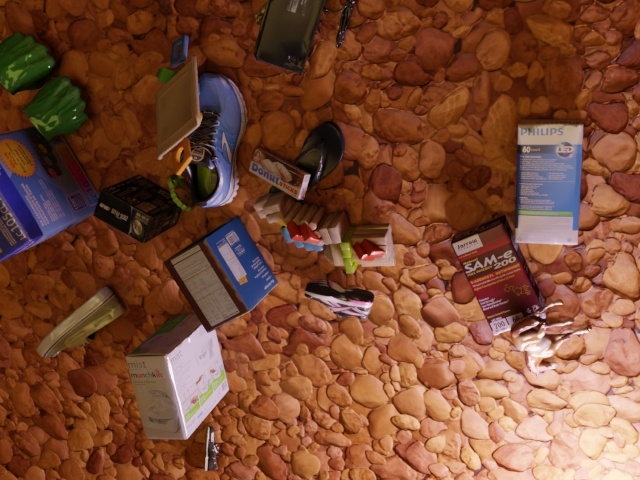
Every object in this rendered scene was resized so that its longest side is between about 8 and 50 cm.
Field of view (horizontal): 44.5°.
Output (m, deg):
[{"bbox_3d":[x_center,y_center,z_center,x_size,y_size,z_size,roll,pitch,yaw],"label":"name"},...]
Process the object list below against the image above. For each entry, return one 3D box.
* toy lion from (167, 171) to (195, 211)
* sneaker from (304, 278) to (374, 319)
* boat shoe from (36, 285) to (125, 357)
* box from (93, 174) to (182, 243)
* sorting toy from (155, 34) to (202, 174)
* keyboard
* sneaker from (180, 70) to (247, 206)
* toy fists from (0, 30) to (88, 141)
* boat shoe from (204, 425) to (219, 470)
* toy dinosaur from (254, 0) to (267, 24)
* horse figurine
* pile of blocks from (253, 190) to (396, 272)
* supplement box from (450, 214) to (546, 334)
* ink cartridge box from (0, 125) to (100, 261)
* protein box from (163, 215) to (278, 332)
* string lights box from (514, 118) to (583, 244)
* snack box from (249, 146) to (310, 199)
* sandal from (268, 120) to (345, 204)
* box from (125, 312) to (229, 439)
[{"bbox_3d":[-0.343,-0.119,1.937,0.034,0.096,0.100,-38,93,24],"label":"toy lion"},{"bbox_3d":[0.041,0.155,1.920,0.178,0.072,0.077,15,122,19],"label":"sneaker"},{"bbox_3d":[-0.664,0.246,2.156,0.302,0.109,0.094,-39,95,22],"label":"boat shoe"},{"bbox_3d":[-0.445,-0.081,1.936,0.147,0.180,0.078,28,112,6],"label":"box"},{"bbox_3d":[-0.319,-0.299,1.796,0.196,0.047,0.348,-32,56,44],"label":"sorting toy"},{"bbox_3d":[-0.014,-0.517,1.716,0.201,0.033,0.317,19,117,-4],"label":"keyboard"},{"bbox_3d":[-0.256,-0.230,1.845,0.129,0.147,0.330,7,107,16],"label":"sneaker"},{"bbox_3d":[-0.694,-0.386,1.948,0.142,0.096,0.279,-38,92,-2],"label":"toy fists"},{"bbox_3d":[-0.303,0.579,2.184,0.042,0.049,0.133,0,102,-11],"label":"boat shoe"},{"bbox_3d":[-0.084,-0.607,1.715,0.118,0.064,0.268,36,115,-12],"label":"toy dinosaur"},{"bbox_3d":[0.494,0.213,1.738,0.174,0.263,0.066,-32,51,24],"label":"horse figurine"},{"bbox_3d":[0.000,0.000,1.839,0.362,0.113,0.149,19,124,8],"label":"pile of blocks"},{"bbox_3d":[0.405,0.080,1.773,0.130,0.073,0.239,-24,98,22],"label":"supplement box"},{"bbox_3d":[-0.740,-0.117,1.901,0.151,0.395,0.270,-28,98,24],"label":"ink cartridge box"},{"bbox_3d":[-0.237,0.079,1.910,0.136,0.200,0.201,-27,98,24],"label":"protein box"},{"bbox_3d":[0.488,-0.126,1.677,0.133,0.077,0.260,3,108,17],"label":"string lights box"},{"bbox_3d":[-0.098,-0.160,1.844,0.178,0.022,0.064,32,117,35],"label":"snack box"},{"bbox_3d":[-0.030,-0.167,1.843,0.097,0.054,0.254,39,115,2],"label":"sandal"},{"bbox_3d":[-0.356,0.341,2.002,0.126,0.262,0.231,-6,106,20],"label":"box"}]
